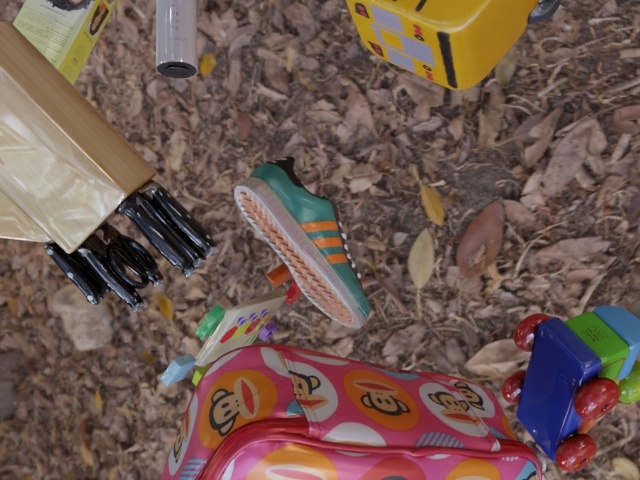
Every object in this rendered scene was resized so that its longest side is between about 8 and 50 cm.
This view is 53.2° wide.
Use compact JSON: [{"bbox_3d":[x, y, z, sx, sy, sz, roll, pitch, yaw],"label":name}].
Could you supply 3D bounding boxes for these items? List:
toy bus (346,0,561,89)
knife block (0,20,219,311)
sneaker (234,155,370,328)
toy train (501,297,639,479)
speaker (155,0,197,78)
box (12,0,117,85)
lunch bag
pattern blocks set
[{"bbox_3d":[0.165,-0.290,0.511,0.130,0.108,0.333,30,88,21],"label":"toy bus"},{"bbox_3d":[-0.227,-0.070,0.643,0.241,0.088,0.276,4,110,4],"label":"knife block"},{"bbox_3d":[0.000,0.000,1.013,0.302,0.121,0.108,54,151,-14],"label":"sneaker"},{"bbox_3d":[0.271,0.164,0.650,0.105,0.143,0.248,-125,22,-45],"label":"toy train"},{"bbox_3d":[-0.191,-0.287,0.848,0.055,0.055,0.136,-12,76,39],"label":"speaker"},{"bbox_3d":[-0.343,-0.288,0.845,0.087,0.058,0.232,23,83,1],"label":"box"},{"bbox_3d":[0.010,0.228,0.532,0.258,0.293,0.120,-66,26,22],"label":"lunch bag"},{"bbox_3d":[-0.138,0.150,1.133,0.026,0.325,0.285,42,100,16],"label":"pattern blocks set"}]
